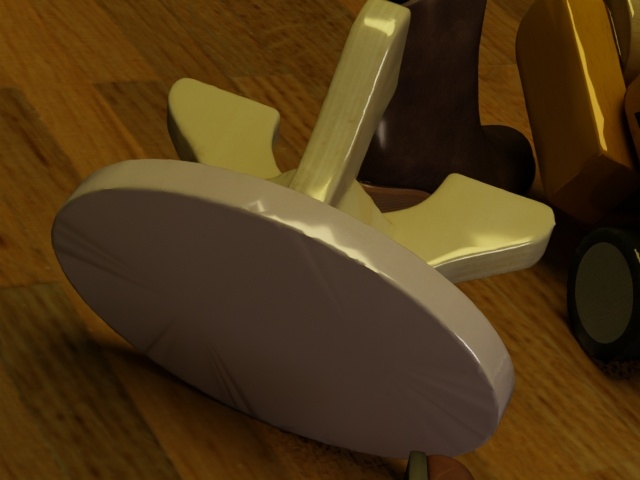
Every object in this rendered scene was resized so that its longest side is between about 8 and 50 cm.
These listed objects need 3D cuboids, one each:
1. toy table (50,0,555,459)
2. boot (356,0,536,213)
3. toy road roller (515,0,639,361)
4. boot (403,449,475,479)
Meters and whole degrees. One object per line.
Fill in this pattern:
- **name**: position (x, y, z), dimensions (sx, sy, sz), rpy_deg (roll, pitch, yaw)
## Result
- **toy table**: position (0.000, 0.000, 0.894), dimensions (0.274, 0.252, 0.161), rpy_deg (29, 49, 2)
- **boot**: position (0.100, -0.103, 1.099), dimensions (0.090, 0.206, 0.248), rpy_deg (37, 37, 30)
- **toy road roller**: position (0.294, -0.077, 1.045), dimensions (0.203, 0.240, 0.329), rpy_deg (1, 63, -23)
- **boot**: position (0.187, 0.195, 0.727), dimensions (0.281, 0.096, 0.264), rpy_deg (-6, 37, -13)
